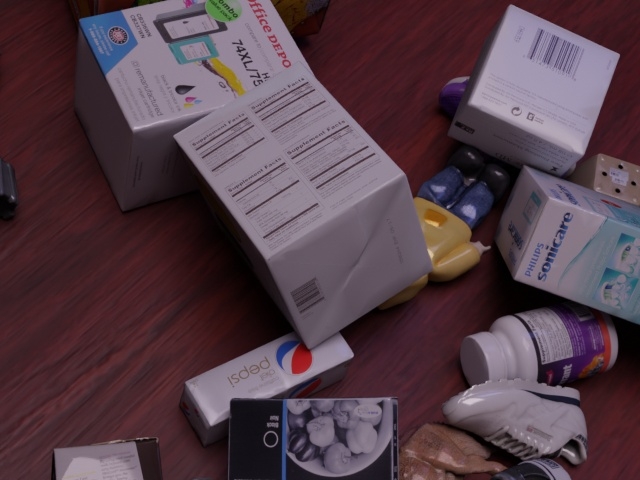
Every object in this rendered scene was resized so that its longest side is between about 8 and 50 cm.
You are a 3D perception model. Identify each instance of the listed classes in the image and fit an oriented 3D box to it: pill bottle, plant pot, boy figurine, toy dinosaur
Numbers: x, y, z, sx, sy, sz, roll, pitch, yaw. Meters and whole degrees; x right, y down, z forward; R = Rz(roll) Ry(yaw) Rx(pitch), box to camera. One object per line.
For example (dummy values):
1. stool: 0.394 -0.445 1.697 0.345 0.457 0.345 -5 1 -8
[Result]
1. pill bottle: 0.292 0.147 1.554 0.193 0.108 0.108 -11 62 -19
2. plant pot: 0.428 -0.066 1.726 0.109 0.096 0.109 18 57 -2
3. boy figurine: 0.149 -0.017 1.634 0.177 0.092 0.285 39 55 8
4. toy dinosaur: 0.109 0.292 1.416 0.200 0.127 0.295 38 52 19

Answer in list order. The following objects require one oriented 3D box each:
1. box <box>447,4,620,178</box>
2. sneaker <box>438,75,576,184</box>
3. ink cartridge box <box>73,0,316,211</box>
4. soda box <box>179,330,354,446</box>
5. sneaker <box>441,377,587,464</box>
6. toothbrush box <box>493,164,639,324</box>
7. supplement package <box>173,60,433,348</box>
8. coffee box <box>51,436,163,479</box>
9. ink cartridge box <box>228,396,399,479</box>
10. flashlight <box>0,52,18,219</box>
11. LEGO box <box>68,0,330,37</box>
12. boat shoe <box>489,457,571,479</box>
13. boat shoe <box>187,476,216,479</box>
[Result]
1. box: 0.307 -0.210 1.666 0.181 0.119 0.182 24 71 -1
2. sneaker: 0.269 -0.152 1.749 0.236 0.095 0.104 39 66 10
3. ink cartridge box: -0.179 -0.202 1.602 0.270 0.197 0.198 -18 65 -24
4. soda box: -0.067 0.178 1.467 0.216 0.074 0.069 -24 67 -25
5. sneaker: 0.256 0.235 1.473 0.235 0.090 0.095 9 63 -33
6. toothbrush box: 0.405 0.019 1.581 0.295 0.126 0.216 19 15 -3
7. supplement package: -0.022 -0.047 1.470 0.198 0.199 0.263 -32 50 -8
8. coffee box: -0.222 0.385 1.245 0.118 0.168 0.297 -3 60 -15
9. ink cartridge box: -0.009 0.286 1.331 0.206 0.045 0.208 -4 82 21
10. flashlight: -0.471 -0.171 1.579 0.103 0.103 0.304 -9 66 -20
11. LEGO box: -0.231 -0.537 1.745 0.372 0.193 0.500 -13 67 -19
12. boat shoe: 0.252 0.411 1.322 0.105 0.113 0.306 -6 90 -39
13. boat shoe: -0.066 0.412 1.299 0.112 0.095 0.335 -31 91 -11
